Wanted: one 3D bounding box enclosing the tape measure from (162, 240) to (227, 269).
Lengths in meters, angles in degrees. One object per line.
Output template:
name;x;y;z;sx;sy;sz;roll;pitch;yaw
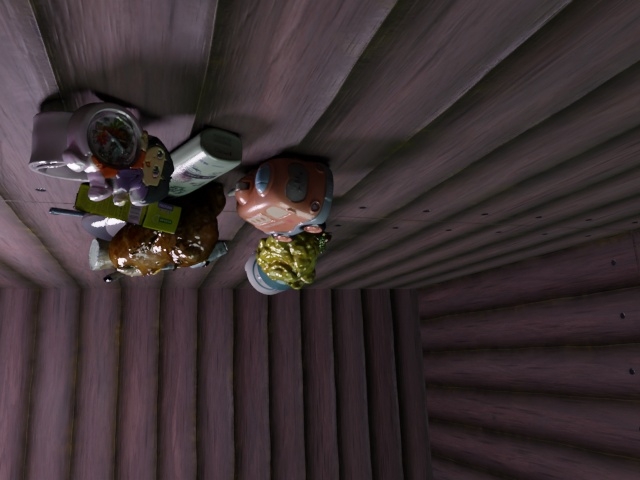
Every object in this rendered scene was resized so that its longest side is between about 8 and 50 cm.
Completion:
tape measure;-0.558;0.098;2.156;0.330;0.084;0.164;-28;-178;-31

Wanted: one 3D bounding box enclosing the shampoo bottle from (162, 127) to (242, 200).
shampoo bottle;-0.320;-0.172;1.264;0.134;0.078;0.360;7;164;-40

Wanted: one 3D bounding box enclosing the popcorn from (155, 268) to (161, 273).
popcorn;-0.645;0.038;1.932;0.163;0.140;0.194;24;113;-38

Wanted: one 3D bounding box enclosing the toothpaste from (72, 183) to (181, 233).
toothpaste;-0.525;-0.087;1.390;0.328;0.077;0.110;12;179;35

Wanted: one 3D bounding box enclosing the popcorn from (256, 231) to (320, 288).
popcorn;-0.115;0.054;1.998;0.242;0.234;0.250;20;148;-15

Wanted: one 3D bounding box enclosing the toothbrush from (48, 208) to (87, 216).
toothbrush;-0.779;-0.085;1.706;0.220;0.016;0.019;8;162;-37

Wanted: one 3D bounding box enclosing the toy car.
toy car;-0.105;-0.119;1.354;0.213;0.180;0.271;21;156;-38

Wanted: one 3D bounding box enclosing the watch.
watch;-0.457;-0.162;1.062;0.231;0.195;0.244;-3;173;36

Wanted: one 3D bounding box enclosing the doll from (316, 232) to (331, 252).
doll;-0.002;0.011;2.146;0.078;0.076;0.113;10;164;-13

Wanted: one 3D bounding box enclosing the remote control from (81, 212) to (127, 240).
remote control;-0.611;-0.058;1.660;0.332;0.103;0.221;-7;160;25

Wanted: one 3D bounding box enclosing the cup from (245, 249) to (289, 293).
cup;-0.162;0.101;2.274;0.290;0.219;0.258;-30;-177;-31

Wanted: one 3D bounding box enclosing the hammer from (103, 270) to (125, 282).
hammer;-0.743;0.101;2.155;0.152;0.044;0.427;-4;-169;17

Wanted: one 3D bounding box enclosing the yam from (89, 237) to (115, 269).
yam;-0.748;0.047;2.045;0.331;0.133;0.133;-2;168;-18

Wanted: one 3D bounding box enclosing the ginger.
ginger;-0.449;0.007;1.478;0.419;0.254;0.176;-25;133;17
